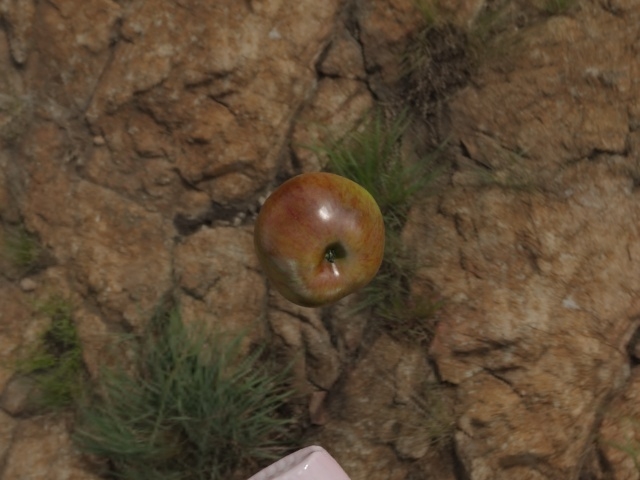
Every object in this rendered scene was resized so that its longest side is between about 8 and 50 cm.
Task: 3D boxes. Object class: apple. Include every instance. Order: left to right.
[{"bbox_3d":[0.001,-0.003,0.801,0.126,0.126,0.102,-59,24,5],"label":"apple"}]

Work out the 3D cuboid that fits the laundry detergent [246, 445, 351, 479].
[{"bbox_3d":[0.025,0.428,1.066,0.159,0.088,0.335,-30,93,2],"label":"laundry detergent"}]
